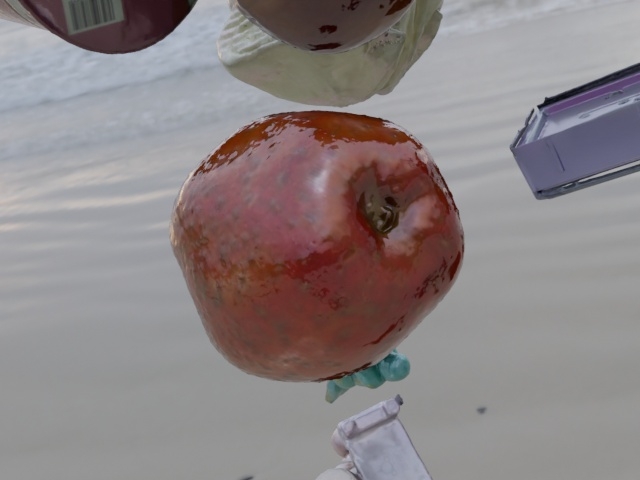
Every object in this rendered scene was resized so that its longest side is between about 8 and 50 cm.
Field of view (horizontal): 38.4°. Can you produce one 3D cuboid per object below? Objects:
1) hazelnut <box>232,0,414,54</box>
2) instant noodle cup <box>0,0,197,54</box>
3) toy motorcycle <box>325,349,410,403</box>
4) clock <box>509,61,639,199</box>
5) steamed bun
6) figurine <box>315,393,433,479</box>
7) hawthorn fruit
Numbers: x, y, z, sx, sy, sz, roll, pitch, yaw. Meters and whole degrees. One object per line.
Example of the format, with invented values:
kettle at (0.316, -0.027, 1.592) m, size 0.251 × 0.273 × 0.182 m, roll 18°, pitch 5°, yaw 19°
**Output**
hazelnut at (0.014, -0.264, 0.785) m, size 0.208 × 0.208 × 0.208 m, roll -13°, pitch 19°, yaw 5°
instant noodle cup at (-0.230, -0.281, 0.782) m, size 0.178 × 0.235 × 0.234 m, roll 13°, pitch 32°, yaw 38°
toy motorcycle at (0.035, 0.133, 1.289) m, size 0.109 × 0.198 × 0.296 m, roll -44°, pitch -8°, yaw -34°
clock at (0.311, -0.124, 0.965) m, size 0.193 × 0.073 × 0.145 m, roll -19°, pitch 19°, yaw 34°
steamed bun at (0.035, -0.299, 1.143) m, size 0.320 × 0.206 × 0.275 m, roll -42°, pitch 39°, yaw 20°
figurine at (0.068, 0.284, 1.027) m, size 0.182 × 0.257 × 0.144 m, roll 40°, pitch 72°, yaw 20°
hawthorn fruit at (0.000, 0.000, 0.578) m, size 0.189 × 0.189 × 0.189 m, roll -13°, pitch 19°, yaw 5°
